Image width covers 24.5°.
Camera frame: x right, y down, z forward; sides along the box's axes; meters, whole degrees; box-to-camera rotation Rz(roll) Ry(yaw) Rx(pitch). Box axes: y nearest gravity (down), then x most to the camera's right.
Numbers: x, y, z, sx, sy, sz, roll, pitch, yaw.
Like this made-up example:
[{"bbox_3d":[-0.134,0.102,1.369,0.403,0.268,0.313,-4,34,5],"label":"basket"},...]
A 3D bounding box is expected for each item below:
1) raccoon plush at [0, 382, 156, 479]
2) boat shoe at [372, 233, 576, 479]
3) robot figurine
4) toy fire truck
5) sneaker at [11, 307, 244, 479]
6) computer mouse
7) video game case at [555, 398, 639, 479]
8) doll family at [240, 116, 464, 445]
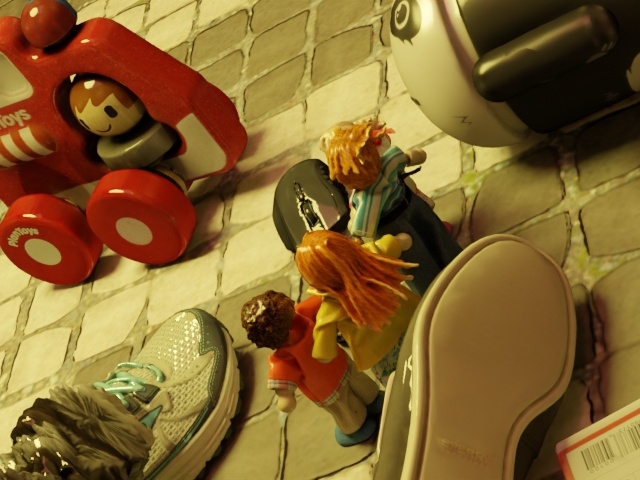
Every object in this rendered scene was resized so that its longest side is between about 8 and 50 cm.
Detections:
[{"bbox_3d":[-0.186,0.293,0.859,0.299,0.216,0.446,-55,1,8],"label":"raccoon plush"},{"bbox_3d":[0.078,0.130,0.906,0.095,0.112,0.335,-54,11,44],"label":"boat shoe"},{"bbox_3d":[0.186,-0.182,1.113,0.278,0.209,0.173,-24,71,24],"label":"robot figurine"},{"bbox_3d":[-0.234,-0.109,1.385,0.302,0.254,0.169,-13,41,36],"label":"toy fire truck"},{"bbox_3d":[-0.159,0.153,1.110,0.110,0.122,0.283,-6,45,43],"label":"sneaker"},{"bbox_3d":[0.000,0.000,1.211,0.071,0.041,0.242,-34,33,8],"label":"computer mouse"},{"bbox_3d":[0.247,0.163,0.769,0.204,0.025,0.285,-31,33,14],"label":"video game case"},{"bbox_3d":[0.043,0.007,1.040,0.118,0.163,0.263,-12,42,38],"label":"doll family"}]
